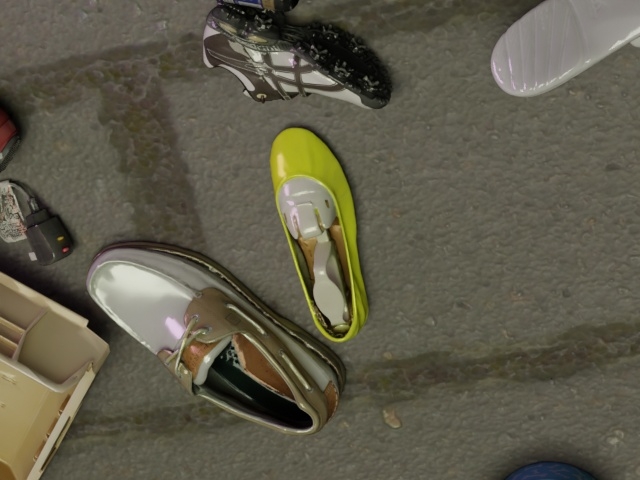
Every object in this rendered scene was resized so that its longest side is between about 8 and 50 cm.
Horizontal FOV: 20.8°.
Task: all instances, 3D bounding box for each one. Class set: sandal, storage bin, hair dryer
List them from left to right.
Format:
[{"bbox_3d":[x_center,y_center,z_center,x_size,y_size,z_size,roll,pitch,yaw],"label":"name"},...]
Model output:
[{"bbox_3d":[-0.409,-0.069,1.816,0.223,0.080,0.294,-16,108,16],"label":"hair dryer"},{"bbox_3d":[-0.395,0.159,1.855,0.260,0.123,0.262,30,125,-3],"label":"storage bin"},{"bbox_3d":[0.281,-0.217,1.636,0.265,0.076,0.102,-30,69,9],"label":"sandal"}]

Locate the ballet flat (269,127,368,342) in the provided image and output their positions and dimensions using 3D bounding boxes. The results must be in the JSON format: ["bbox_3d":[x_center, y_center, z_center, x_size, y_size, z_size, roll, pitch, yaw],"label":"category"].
[{"bbox_3d":[0.000,0.000,1.773,0.077,0.077,0.231,-10,109,14],"label":"ballet flat"}]

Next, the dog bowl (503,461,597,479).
[{"bbox_3d":[0.279,0.367,1.876,0.166,0.074,0.297,-27,104,19],"label":"dog bowl"}]

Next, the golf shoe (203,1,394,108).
[{"bbox_3d":[-0.025,-0.171,1.720,0.198,0.077,0.094,29,128,2],"label":"golf shoe"}]

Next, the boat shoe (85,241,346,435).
[{"bbox_3d":[-0.113,0.102,1.820,0.302,0.103,0.113,27,113,-2],"label":"boat shoe"}]

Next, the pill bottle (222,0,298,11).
[{"bbox_3d":[-0.121,-0.293,1.652,0.219,0.123,0.123,10,113,5],"label":"pill bottle"}]
